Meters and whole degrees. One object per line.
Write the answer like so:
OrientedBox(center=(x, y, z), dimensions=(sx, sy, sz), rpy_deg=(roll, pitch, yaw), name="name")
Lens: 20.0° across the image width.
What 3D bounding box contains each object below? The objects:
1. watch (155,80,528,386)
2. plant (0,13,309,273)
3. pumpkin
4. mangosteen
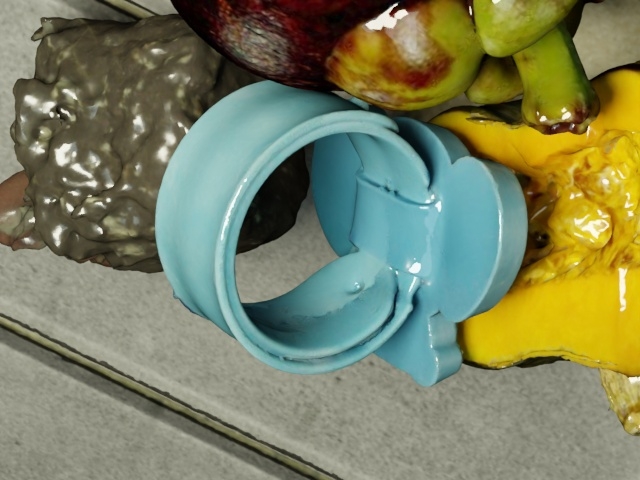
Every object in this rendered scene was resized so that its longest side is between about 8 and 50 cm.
OrientedBox(center=(0.000, 0.000, 1.139), dimensions=(0.193, 0.211, 0.211), rpy_deg=(-4, 133, -32), name="watch")
OrientedBox(center=(-0.128, -0.067, 1.297), dimensions=(0.234, 0.204, 0.178), rpy_deg=(-7, 81, 35), name="plant")
OrientedBox(center=(0.228, 0.001, 1.179), dimensions=(0.325, 0.232, 0.242), rpy_deg=(-3, 90, 55), name="pumpkin")
OrientedBox(center=(0.050, -0.224, 1.073), dimensions=(0.313, 0.297, 0.297), rpy_deg=(6, 123, 9), name="mangosteen")
